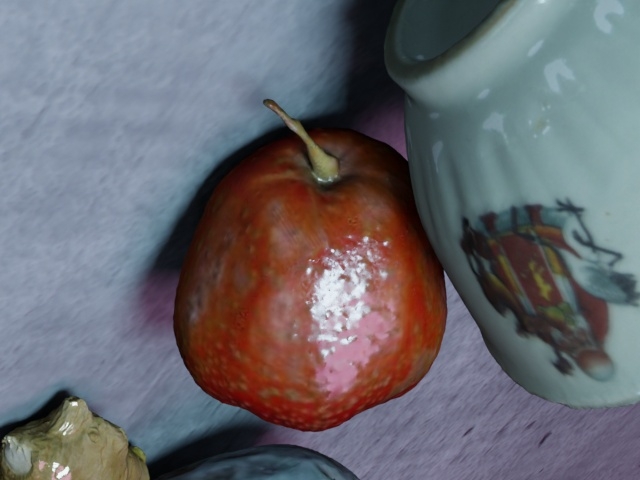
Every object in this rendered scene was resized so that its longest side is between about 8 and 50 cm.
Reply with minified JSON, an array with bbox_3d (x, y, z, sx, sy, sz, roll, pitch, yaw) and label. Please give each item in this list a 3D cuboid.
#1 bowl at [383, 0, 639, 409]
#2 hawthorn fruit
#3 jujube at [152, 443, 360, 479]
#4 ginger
[{"bbox_3d":[0.136,-0.102,0.810,0.157,0.337,0.337,33,113,-22],"label":"bowl"},{"bbox_3d":[0.000,0.000,0.906,0.162,0.162,0.203,-17,131,-38],"label":"hawthorn fruit"},{"bbox_3d":[-0.083,0.291,1.151,0.308,0.246,0.215,-26,162,12],"label":"jujube"},{"bbox_3d":[-0.155,0.158,1.034,0.096,0.067,0.165,-57,158,-11],"label":"ginger"}]
